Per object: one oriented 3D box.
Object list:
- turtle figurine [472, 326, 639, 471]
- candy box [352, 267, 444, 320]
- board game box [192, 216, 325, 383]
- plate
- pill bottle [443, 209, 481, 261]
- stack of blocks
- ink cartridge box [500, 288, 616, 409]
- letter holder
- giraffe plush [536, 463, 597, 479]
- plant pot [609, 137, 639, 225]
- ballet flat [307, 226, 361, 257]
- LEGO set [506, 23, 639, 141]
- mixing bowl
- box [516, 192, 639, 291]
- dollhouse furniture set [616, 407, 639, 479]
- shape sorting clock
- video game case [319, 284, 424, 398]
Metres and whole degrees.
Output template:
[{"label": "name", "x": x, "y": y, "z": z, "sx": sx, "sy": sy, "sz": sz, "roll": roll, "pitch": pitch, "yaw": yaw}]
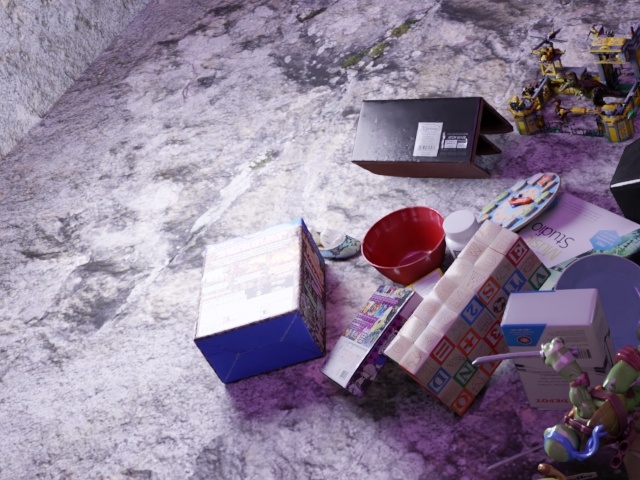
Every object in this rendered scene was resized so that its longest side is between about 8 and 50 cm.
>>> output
[{"label": "turtle figurine", "x": 0.388, "y": 0.221, "z": 1.519, "sx": 0.266, "sy": 0.198, "sz": 0.275, "roll": -24, "pitch": 5, "yaw": -26}, {"label": "candy box", "x": 0.162, "y": 0.142, "z": 1.957, "sx": 0.206, "sy": 0.027, "sz": 0.105, "roll": -32, "pitch": 37, "yaw": 12}, {"label": "board game box", "x": -0.120, "y": 0.122, "z": 2.088, "sx": 0.232, "sy": 0.141, "sz": 0.291, "roll": -17, "pitch": 38, "yaw": 14}, {"label": "plate", "x": 0.502, "y": 0.113, "z": 1.760, "sx": 0.188, "sy": 0.024, "sz": 0.188, "roll": -1, "pitch": 65, "yaw": 2}, {"label": "pill bottle", "x": 0.291, "y": 0.011, "z": 1.969, "sx": 0.078, "sy": 0.137, "sz": 0.078, "roll": -17, "pitch": 38, "yaw": 14}, {"label": "stack of blocks", "x": 0.267, "y": 0.135, "z": 1.748, "sx": 0.297, "sy": 0.171, "sz": 0.087, "roll": -52, "pitch": 41, "yaw": -5}, {"label": "ink cartridge box", "x": 0.398, "y": 0.181, "z": 1.646, "sx": 0.148, "sy": 0.203, "sz": 0.086, "roll": -4, "pitch": 40, "yaw": 28}, {"label": "letter holder", "x": 0.260, "y": -0.216, "z": 2.277, "sx": 0.302, "sy": 0.214, "sz": 0.152, "roll": 4, "pitch": 78, "yaw": 34}, {"label": "giraffe plush", "x": 0.312, "y": 0.437, "z": 1.431, "sx": 0.210, "sy": 0.181, "sz": 0.170, "roll": -29, "pitch": 45, "yaw": 28}, {"label": "plant pot", "x": 0.650, "y": -0.104, "z": 1.864, "sx": 0.167, "sy": 0.187, "sz": 0.188, "roll": -10, "pitch": 38, "yaw": 43}, {"label": "ballet flat", "x": 0.000, "y": 0.000, "z": 2.226, "sx": 0.188, "sy": 0.070, "sz": 0.070, "roll": 1, "pitch": 45, "yaw": 33}, {"label": "LEGO set", "x": 0.562, "y": -0.362, "z": 2.202, "sx": 0.331, "sy": 0.192, "sz": 0.255, "roll": 18, "pitch": 56, "yaw": 44}, {"label": "mixing bowl", "x": 0.183, "y": 0.025, "z": 2.052, "sx": 0.181, "sy": 0.098, "sz": 0.181, "roll": -16, "pitch": 38, "yaw": 13}, {"label": "box", "x": 0.440, "y": 0.057, "z": 1.890, "sx": 0.322, "sy": 0.058, "sz": 0.232, "roll": -40, "pitch": 38, "yaw": -14}, {"label": "dollhouse furniture set", "x": 0.515, "y": 0.291, "z": 1.505, "sx": 0.144, "sy": 0.123, "sz": 0.151, "roll": 8, "pitch": 49, "yaw": 38}, {"label": "shape sorting clock", "x": 0.396, "y": -0.071, "z": 2.034, "sx": 0.206, "sy": 0.040, "sz": 0.206, "roll": -32, "pitch": 16, "yaw": 10}, {"label": "video game case", "x": 0.092, "y": 0.179, "z": 1.838, "sx": 0.210, "sy": 0.042, "sz": 0.232, "roll": -54, "pitch": 9, "yaw": -7}]
